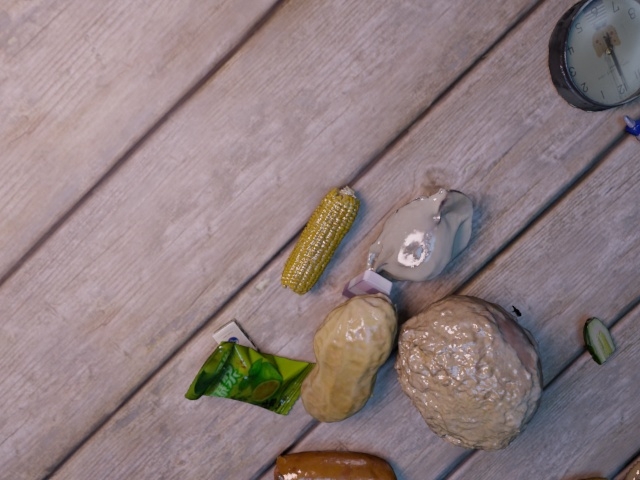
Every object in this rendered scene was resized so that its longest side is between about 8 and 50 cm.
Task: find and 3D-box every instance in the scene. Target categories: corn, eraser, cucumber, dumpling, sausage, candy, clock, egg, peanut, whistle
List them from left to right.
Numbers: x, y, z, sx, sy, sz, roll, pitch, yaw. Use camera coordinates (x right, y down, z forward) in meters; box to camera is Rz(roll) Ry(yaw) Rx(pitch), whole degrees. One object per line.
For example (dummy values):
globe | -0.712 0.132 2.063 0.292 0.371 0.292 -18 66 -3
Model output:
candy | -0.133 0.280 0.854 0.246 0.069 0.149 26 104 -28
corn | 0.000 0.000 0.820 0.080 0.080 0.238 28 95 -11
sausage | 0.034 0.510 0.909 0.271 0.109 0.108 6 100 -7
peanut | 0.050 0.238 0.825 0.149 0.149 0.313 11 117 -9
eraser | 0.092 0.098 0.838 0.065 0.105 0.026 29 57 -13
dumpling | 0.204 0.013 0.826 0.247 0.142 0.173 -43 131 20
egg | 0.285 0.246 0.810 0.279 0.279 0.310 -37 106 1
cucumber | 0.622 0.221 0.955 0.067 0.035 0.107 -33 102 -18
clock | 0.567 -0.373 0.832 0.226 0.049 0.225 -1 100 -6
whistle | 0.660 -0.234 0.880 0.083 0.029 0.033 35 58 -16

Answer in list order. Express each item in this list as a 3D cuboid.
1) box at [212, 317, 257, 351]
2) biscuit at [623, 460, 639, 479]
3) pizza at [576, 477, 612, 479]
box | -0.175 0.208 0.865 0.054 0.024 0.083 -35 103 2
biscuit | 0.863 0.625 1.036 0.259 0.079 0.259 -1 101 -8
pizza | 0.622 0.659 1.025 0.182 0.062 0.161 -4 106 -8
